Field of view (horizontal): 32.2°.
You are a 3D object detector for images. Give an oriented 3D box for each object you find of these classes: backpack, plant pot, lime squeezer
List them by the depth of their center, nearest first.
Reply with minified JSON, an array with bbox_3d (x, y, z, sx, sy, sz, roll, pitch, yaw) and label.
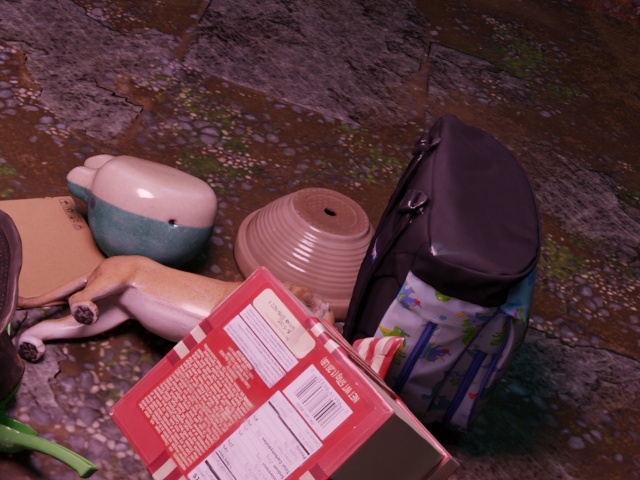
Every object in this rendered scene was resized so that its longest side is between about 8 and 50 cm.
[{"bbox_3d":[-0.335,0.158,1.210,0.058,0.110,0.310,10,37,-41],"label":"lime squeezer"},{"bbox_3d":[0.143,0.078,1.367,0.273,0.355,0.290,28,37,-12],"label":"backpack"},{"bbox_3d":[0.000,0.000,1.616,0.237,0.110,0.237,15,34,-11],"label":"plant pot"}]

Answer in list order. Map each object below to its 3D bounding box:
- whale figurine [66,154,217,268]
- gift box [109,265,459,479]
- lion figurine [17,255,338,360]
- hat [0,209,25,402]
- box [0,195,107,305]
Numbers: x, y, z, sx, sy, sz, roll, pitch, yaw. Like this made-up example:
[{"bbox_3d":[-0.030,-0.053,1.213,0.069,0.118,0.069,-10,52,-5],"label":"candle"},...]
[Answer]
[{"bbox_3d":[-0.257,-0.043,1.545,0.216,0.141,0.272,11,10,-32],"label":"whale figurine"},{"bbox_3d":[-0.008,0.204,1.141,0.255,0.276,0.258,52,1,32],"label":"gift box"},{"bbox_3d":[-0.180,0.087,1.371,0.392,0.142,0.240,23,32,6],"label":"lion figurine"},{"bbox_3d":[-0.401,0.122,1.157,0.134,0.331,0.331,48,16,-38],"label":"hat"},{"bbox_3d":[-0.375,0.012,1.474,0.164,0.021,0.201,-6,43,-34],"label":"box"}]
